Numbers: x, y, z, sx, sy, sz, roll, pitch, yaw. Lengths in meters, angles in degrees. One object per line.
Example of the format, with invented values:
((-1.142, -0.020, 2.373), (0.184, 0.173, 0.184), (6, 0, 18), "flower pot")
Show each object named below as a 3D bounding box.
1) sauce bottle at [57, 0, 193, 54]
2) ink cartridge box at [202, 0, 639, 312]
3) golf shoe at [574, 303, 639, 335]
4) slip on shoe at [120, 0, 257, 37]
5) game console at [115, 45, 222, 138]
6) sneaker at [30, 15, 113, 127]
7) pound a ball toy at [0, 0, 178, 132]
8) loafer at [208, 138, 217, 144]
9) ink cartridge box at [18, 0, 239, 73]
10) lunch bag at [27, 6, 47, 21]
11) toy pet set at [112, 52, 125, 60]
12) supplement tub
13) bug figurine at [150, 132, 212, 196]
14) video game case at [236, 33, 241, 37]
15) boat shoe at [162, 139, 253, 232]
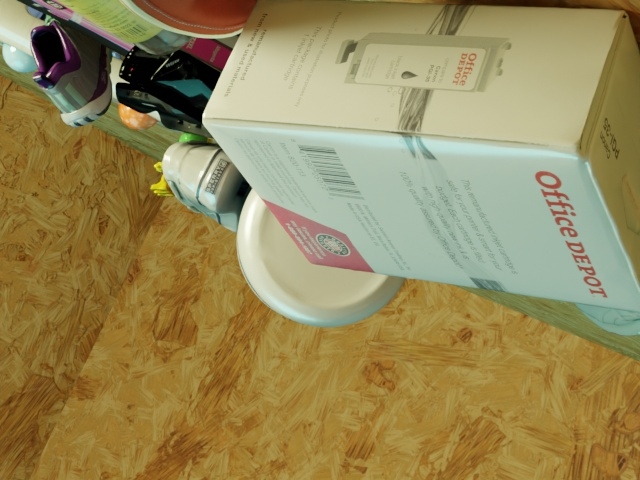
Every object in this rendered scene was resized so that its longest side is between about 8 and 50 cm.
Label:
((-0.229, -0.265, 1.157), (0.111, 0.111, 0.344), (22, 176, 45), "sauce bottle")
((0.093, -0.061, 1.026), (0.283, 0.117, 0.207), (8, 152, 30), "ink cartridge box")
((0.375, 0.042, 1.652), (0.140, 0.115, 0.306), (39, 164, -27), "golf shoe")
((-0.087, -0.213, 0.941), (0.101, 0.123, 0.331), (20, 170, 19), "slip on shoe")
((-0.129, -0.140, 1.504), (0.213, 0.044, 0.361), (29, 175, -27), "game console")
((-0.278, -0.235, 1.616), (0.098, 0.083, 0.224), (47, -155, -46), "sneaker")
((-0.264, -0.224, 1.833), (0.319, 0.136, 0.208), (27, 176, -15), "pound a ball toy")
((-0.105, -0.165, 2.005), (0.094, 0.087, 0.251), (19, 162, -26), "loafer")
((-0.135, -0.199, 1.541), (0.371, 0.069, 0.175), (24, 178, -23), "ink cartridge box")
((-0.378, -0.288, 1.988), (0.067, 0.098, 0.065), (29, 176, 26), "lunch bag")
((-0.279, -0.254, 2.068), (0.122, 0.065, 0.114), (27, 176, -31), "toy pet set")
((0.000, 0.000, 1.651), (0.191, 0.191, 0.272), (25, 177, -2), "supplement tub")
((-0.092, -0.101, 1.916), (0.279, 0.072, 0.216), (3, 170, 8), "bug figurine")
((-0.124, -0.241, 1.491), (0.274, 0.026, 0.196), (23, 176, 44), "video game case")
((-0.127, -0.069, 1.707), (0.088, 0.096, 0.267), (25, -177, 7), "boat shoe")
